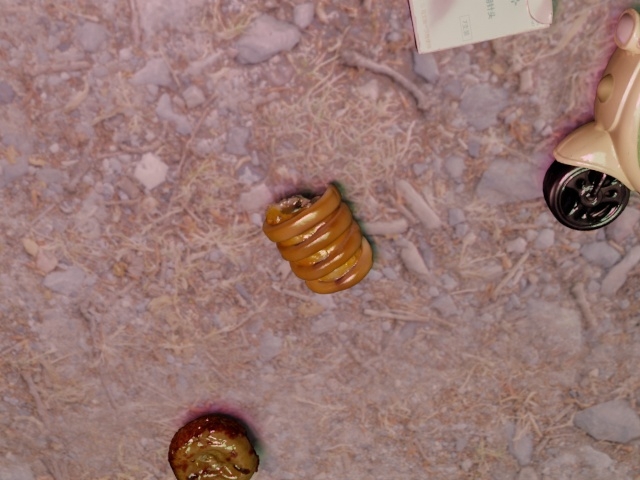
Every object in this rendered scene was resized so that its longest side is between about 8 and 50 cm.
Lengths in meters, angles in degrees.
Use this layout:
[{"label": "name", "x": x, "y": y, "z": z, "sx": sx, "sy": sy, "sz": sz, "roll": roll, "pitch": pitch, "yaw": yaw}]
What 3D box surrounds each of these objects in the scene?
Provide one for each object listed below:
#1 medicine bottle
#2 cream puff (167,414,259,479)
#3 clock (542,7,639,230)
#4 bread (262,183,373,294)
[{"label": "medicine bottle", "x": 0.179, "y": -0.338, "z": 0.916, "sx": 0.171, "sy": 0.052, "sz": 0.201, "roll": -9, "pitch": 116, "yaw": 8}, {"label": "cream puff", "x": -0.170, "y": 0.341, "z": 1.250, "sx": 0.149, "sy": 0.084, "sz": 0.149, "roll": 0, "pitch": 119, "yaw": 0}, {"label": "clock", "x": 0.469, "y": -0.157, "z": 0.956, "sx": 0.379, "sy": 0.120, "sz": 0.276, "roll": -7, "pitch": 118, "yaw": 2}, {"label": "bread", "x": 0.000, "y": 0.000, "z": 1.075, "sx": 0.119, "sy": 0.084, "sz": 0.177, "roll": -27, "pitch": 115, "yaw": 16}]
